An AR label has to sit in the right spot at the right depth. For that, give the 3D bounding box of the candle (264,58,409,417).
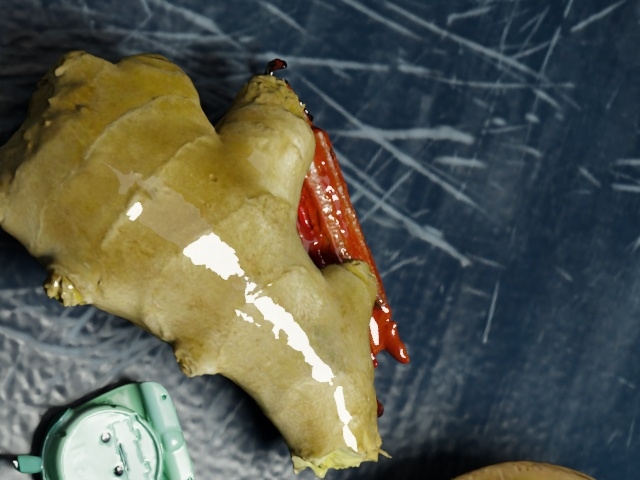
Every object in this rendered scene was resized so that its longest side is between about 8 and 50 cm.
[{"bbox_3d":[0.000,0.000,1.516,0.084,0.059,0.302,-18,92,-35],"label":"candle"}]

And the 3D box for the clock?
[{"bbox_3d":[-0.167,0.171,1.428,0.135,0.041,0.101,-19,92,-25],"label":"clock"}]

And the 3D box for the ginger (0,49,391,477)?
[{"bbox_3d":[-0.076,0.005,1.450,0.375,0.166,0.236,44,48,-26],"label":"ginger"}]

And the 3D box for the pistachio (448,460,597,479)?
[{"bbox_3d":[0.162,0.270,1.506,0.260,0.163,0.213,-10,122,-27],"label":"pistachio"}]
